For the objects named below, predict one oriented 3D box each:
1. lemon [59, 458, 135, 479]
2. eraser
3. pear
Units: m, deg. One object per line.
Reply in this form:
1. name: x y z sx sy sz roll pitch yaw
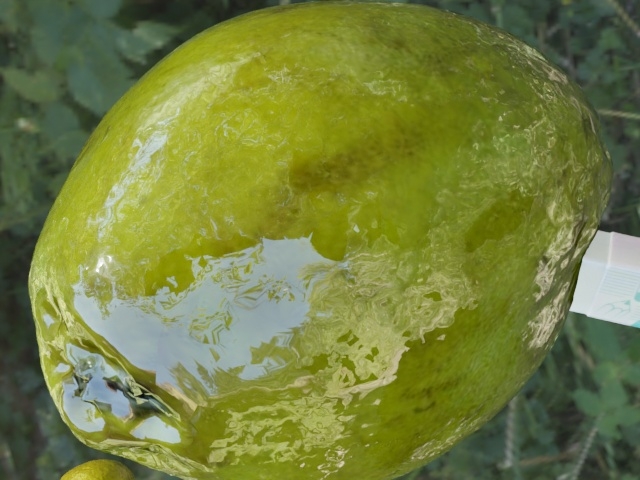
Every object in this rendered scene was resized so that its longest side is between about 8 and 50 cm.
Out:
1. lemon: -0.181 0.208 1.114 0.065 0.092 0.065 15 117 30
2. eraser: 0.367 0.052 1.459 0.225 0.052 0.095 12 143 3
3. pear: 0.000 0.000 0.967 0.352 0.413 0.352 40 140 44
